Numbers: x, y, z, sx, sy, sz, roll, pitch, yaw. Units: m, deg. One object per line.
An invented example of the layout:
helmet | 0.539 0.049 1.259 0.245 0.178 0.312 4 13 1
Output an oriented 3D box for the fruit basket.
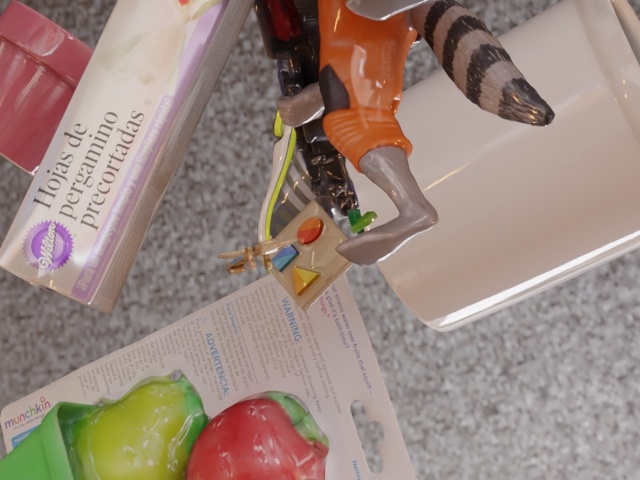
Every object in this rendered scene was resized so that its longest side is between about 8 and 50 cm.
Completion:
fruit basket | -0.084 0.220 1.121 0.353 0.327 0.165 -25 159 13

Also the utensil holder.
utensil holder | 0.260 -0.098 1.747 0.386 0.327 0.327 -28 140 21

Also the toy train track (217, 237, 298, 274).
toy train track | -0.041 0.013 0.829 0.048 0.014 0.083 -12 174 -20

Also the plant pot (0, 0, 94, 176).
plant pot | -0.379 -0.191 1.857 0.180 0.201 0.201 -55 136 -5

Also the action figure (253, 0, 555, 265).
action figure | 0.044 -0.134 0.964 0.179 0.330 0.341 -13 130 4

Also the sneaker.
sneaker | -0.004 -0.064 1.891 0.111 0.121 0.299 -8 107 -50

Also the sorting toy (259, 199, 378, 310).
sorting toy | 0.000 0.000 0.956 0.083 0.062 0.012 -45 148 9

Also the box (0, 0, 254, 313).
box | -0.089 -0.117 0.819 0.063 0.324 0.067 23 174 7
